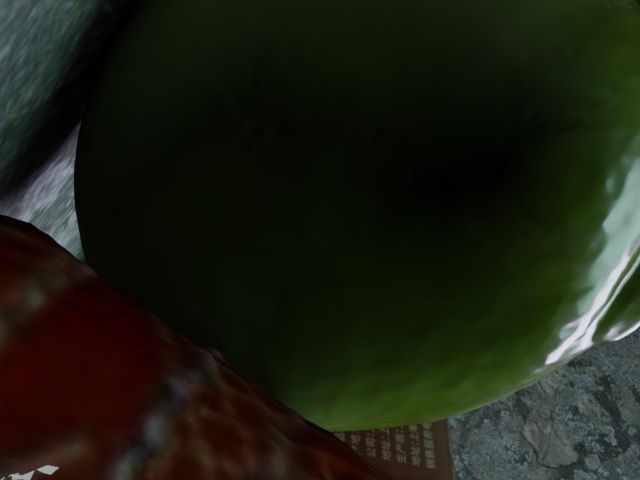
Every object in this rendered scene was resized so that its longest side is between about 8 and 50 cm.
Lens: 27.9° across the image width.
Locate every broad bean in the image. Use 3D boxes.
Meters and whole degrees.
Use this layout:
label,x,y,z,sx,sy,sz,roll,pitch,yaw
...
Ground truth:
label,x,y,z,sx,sy,sz,roll,pitch,yaw
broad bean,0.024,-0.029,0.558,0.291,0.238,0.119,-18,-162,22

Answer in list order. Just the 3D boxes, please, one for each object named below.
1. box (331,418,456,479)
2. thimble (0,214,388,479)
label,x,y,z,sx,sy,sz,roll,pitch,yaw
box,-0.038,0.113,1.057,0.344,0.122,0.385,124,-27,-44
thimble,-0.149,0.179,0.492,0.350,0.231,0.350,-55,180,0
